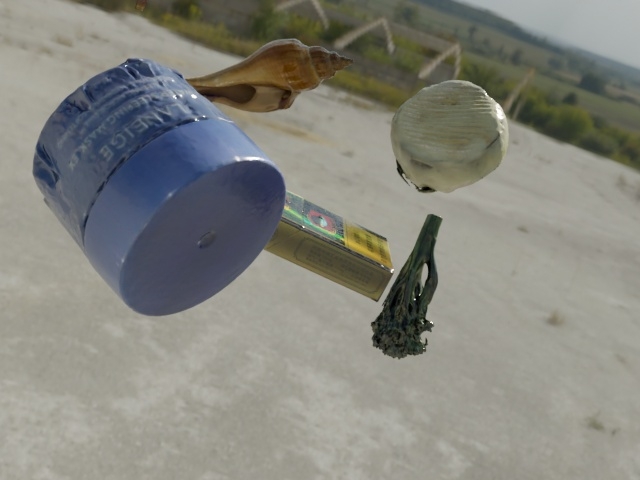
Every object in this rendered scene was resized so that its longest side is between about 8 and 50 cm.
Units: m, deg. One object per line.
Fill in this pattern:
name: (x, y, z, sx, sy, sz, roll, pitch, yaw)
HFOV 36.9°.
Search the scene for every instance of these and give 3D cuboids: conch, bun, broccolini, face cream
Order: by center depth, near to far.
face cream: (-0.204, -0.067, 1.189, 0.225, 0.249, 0.249, 43, 24, 26)
broccolini: (0.118, 0.061, 1.295, 0.091, 0.203, 0.068, 8, -1, 41)
conch: (-0.102, -0.273, 1.588, 0.330, 0.109, 0.093, -4, 37, 22)
bun: (0.251, -0.190, 1.867, 0.239, 0.239, 0.141, 30, -20, 34)

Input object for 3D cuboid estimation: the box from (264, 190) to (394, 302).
box: (0.000, 0.000, 1.580, 0.240, 0.071, 0.159, 25, 21, -11)

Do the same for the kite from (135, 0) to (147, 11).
kite: (-0.228, -0.484, 1.276, 0.204, 0.360, 0.022, 18, 29, -15)
